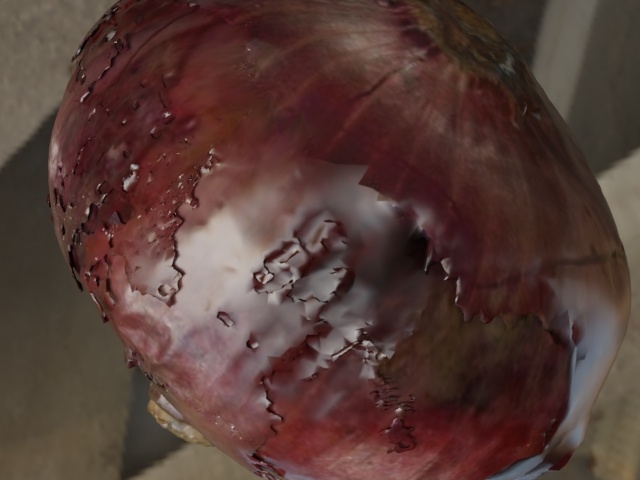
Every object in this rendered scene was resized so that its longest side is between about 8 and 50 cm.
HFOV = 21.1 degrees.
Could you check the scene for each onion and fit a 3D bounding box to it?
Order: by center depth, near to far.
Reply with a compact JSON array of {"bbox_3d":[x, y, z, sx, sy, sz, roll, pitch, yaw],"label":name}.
[{"bbox_3d":[0.000,0.000,0.688,0.252,0.252,0.219,6,134,-40],"label":"onion"}]
